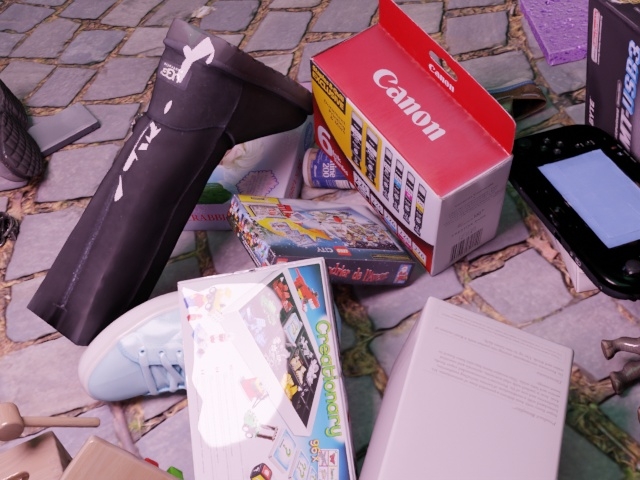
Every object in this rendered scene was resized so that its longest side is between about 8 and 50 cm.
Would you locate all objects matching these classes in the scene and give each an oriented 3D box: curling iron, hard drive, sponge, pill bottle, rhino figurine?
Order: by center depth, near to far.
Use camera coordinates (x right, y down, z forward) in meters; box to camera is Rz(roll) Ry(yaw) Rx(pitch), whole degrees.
[{"bbox_3d":[0.418,0.202,1.025,0.106,0.073,0.243,-17,45,3],"label":"rhino figurine"},{"bbox_3d":[0.037,-0.118,1.460,0.120,0.067,0.067,3,47,19],"label":"pill bottle"},{"bbox_3d":[-0.619,0.044,1.507,0.068,0.035,0.274,22,55,33],"label":"curling iron"},{"bbox_3d":[0.452,-0.404,1.656,0.117,0.031,0.210,-12,43,4],"label":"sponge"},{"bbox_3d":[-0.511,-0.215,1.748,0.135,0.022,0.094,-33,47,-17],"label":"hard drive"}]

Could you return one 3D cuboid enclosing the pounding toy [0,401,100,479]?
[{"bbox_3d":[-0.335,0.286,1.058,0.181,0.206,0.094,-25,45,-10],"label":"pounding toy"}]

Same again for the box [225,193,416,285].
[{"bbox_3d":[0.000,0.000,1.277,0.233,0.044,0.159,4,32,-31],"label":"box"}]

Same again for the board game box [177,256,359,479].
[{"bbox_3d":[-0.066,0.185,1.098,0.193,0.053,0.305,-10,72,6],"label":"board game box"}]

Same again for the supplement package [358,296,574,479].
[{"bbox_3d":[0.141,0.244,0.953,0.177,0.175,0.293,21,50,2],"label":"supplement package"}]

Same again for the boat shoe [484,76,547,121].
[{"bbox_3d":[0.295,-0.217,1.487,0.183,0.066,0.066,-28,46,-12],"label":"boat shoe"}]

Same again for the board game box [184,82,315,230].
[{"bbox_3d":[-0.177,-0.150,1.554,0.318,0.066,0.319,-1,46,15],"label":"board game box"}]

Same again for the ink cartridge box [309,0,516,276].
[{"bbox_3d":[0.121,-0.152,1.272,0.130,0.272,0.309,-31,61,-16],"label":"ink cartridge box"}]

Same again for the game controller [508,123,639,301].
[{"bbox_3d":[0.369,-0.048,1.164,0.166,0.067,0.319,-22,45,-6],"label":"game controller"}]

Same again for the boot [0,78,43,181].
[{"bbox_3d":[-0.652,-0.158,1.672,0.222,0.118,0.338,-34,36,-1],"label":"boot"}]

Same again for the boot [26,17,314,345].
[{"bbox_3d":[-0.201,-0.065,1.310,0.146,0.367,0.445,28,96,24],"label":"boot"}]

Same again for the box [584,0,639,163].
[{"bbox_3d":[0.463,-0.163,1.220,0.073,0.296,0.293,-20,44,-7],"label":"box"}]

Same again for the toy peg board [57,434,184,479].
[{"bbox_3d":[-0.241,0.309,1.027,0.161,0.160,0.079,-54,22,4],"label":"toy peg board"}]

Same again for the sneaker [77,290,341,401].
[{"bbox_3d":[-0.144,0.148,1.194,0.366,0.135,0.150,-22,39,-6],"label":"sneaker"}]

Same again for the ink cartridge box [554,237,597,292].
[{"bbox_3d":[0.380,-0.002,1.228,0.092,0.090,0.143,-11,45,5],"label":"ink cartridge box"}]
